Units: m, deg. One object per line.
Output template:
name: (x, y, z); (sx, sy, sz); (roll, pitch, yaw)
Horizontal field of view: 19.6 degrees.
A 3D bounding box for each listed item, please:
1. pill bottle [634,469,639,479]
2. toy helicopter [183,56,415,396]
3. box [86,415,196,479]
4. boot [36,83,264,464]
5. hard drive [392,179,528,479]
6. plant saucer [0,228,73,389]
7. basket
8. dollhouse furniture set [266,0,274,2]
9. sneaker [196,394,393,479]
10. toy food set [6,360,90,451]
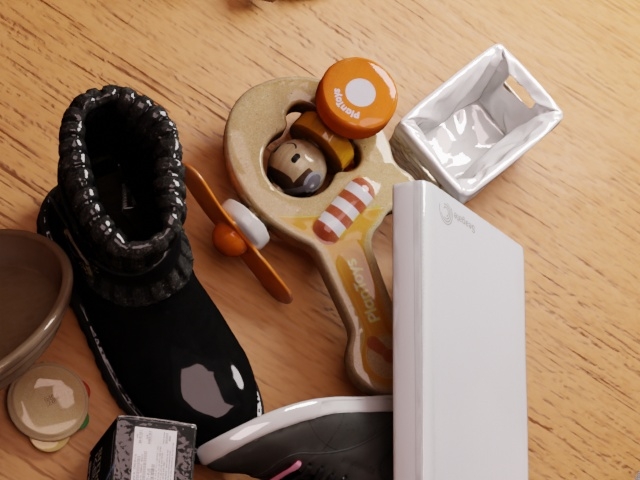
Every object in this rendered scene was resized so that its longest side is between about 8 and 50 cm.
pill bottle: (0.461, 0.311, 1.917); (0.265, 0.153, 0.153); (12, 67, -13)
toy helicopter: (0.000, 0.000, 1.900); (0.235, 0.140, 0.355); (-18, 78, -19)
box: (-0.174, 0.270, 1.734); (0.077, 0.147, 0.180); (8, 69, -14)
boot: (-0.154, 0.042, 1.763); (0.131, 0.260, 0.348); (-34, 83, -25)
hard drive: (0.144, 0.142, 1.865); (0.233, 0.047, 0.353); (31, 54, -53)
plant saucer: (-0.356, 0.084, 1.717); (0.278, 0.278, 0.041); (-35, 125, -26)
basket: (0.159, -0.113, 2.009); (0.167, 0.103, 0.113); (-39, 85, -27)
dollhouse furniture set: (-0.092, -0.321, 2.050); (0.151, 0.123, 0.144); (1, 66, -55)
sneaker: (0.016, 0.234, 1.794); (0.296, 0.104, 0.147); (0, 68, -44)
toy food set: (-0.266, 0.159, 1.817); (0.083, 0.020, 0.082); (44, 64, 2)
